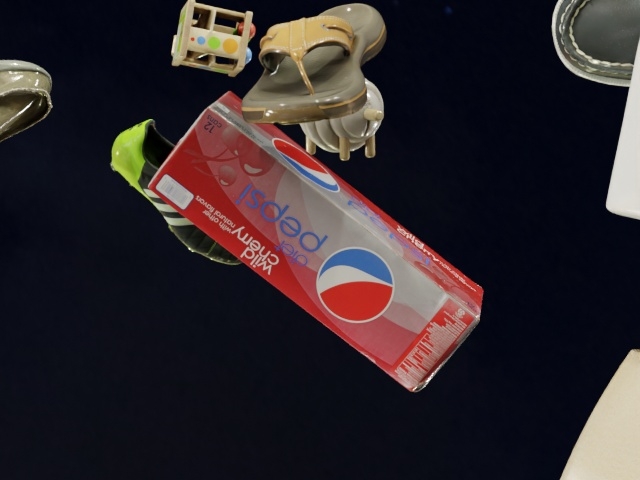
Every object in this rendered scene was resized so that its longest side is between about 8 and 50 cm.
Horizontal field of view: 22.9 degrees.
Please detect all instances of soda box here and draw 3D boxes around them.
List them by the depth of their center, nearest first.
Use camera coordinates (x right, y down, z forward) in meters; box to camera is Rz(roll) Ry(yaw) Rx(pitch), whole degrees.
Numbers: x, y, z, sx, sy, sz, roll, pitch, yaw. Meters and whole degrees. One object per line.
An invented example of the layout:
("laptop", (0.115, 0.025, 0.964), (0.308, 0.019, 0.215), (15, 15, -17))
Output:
("soda box", (0.000, 0.000, 1.225), (0.263, 0.092, 0.083), (39, -76, -2))

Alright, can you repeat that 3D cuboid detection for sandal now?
("sandal", (-0.003, -0.136, 1.115), (0.090, 0.219, 0.060), (-5, -64, 20))

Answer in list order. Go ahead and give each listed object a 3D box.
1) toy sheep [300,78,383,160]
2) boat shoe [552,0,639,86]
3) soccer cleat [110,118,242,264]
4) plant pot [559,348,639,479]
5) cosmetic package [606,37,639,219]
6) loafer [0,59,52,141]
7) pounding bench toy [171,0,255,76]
("toy sheep", (0.021, -0.127, 1.572), (0.091, 0.132, 0.091), (-8, -77, -39))
("boat shoe", (0.294, -0.171, 1.028), (0.302, 0.091, 0.114), (-17, -86, 18))
("soccer cleat", (-0.127, -0.044, 1.541), (0.179, 0.060, 0.072), (43, -43, -16))
("plant pot", (0.212, 0.116, 0.889), (0.109, 0.109, 0.096), (5, -82, -48))
("cosmetic package", (0.274, -0.084, 0.860), (0.151, 0.151, 0.183), (5, -81, -41))
("loafer", (-0.348, -0.084, 1.452), (0.251, 0.087, 0.094), (-29, -22, -26))
("pounding bench toy", (-0.097, -0.178, 1.420), (0.065, 0.083, 0.052), (10, -95, -12))
